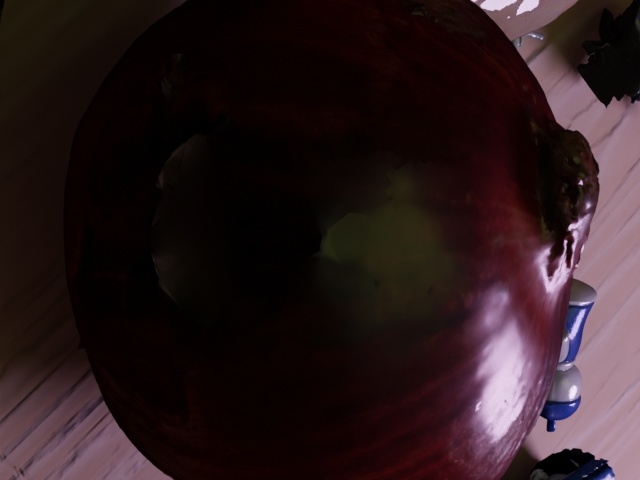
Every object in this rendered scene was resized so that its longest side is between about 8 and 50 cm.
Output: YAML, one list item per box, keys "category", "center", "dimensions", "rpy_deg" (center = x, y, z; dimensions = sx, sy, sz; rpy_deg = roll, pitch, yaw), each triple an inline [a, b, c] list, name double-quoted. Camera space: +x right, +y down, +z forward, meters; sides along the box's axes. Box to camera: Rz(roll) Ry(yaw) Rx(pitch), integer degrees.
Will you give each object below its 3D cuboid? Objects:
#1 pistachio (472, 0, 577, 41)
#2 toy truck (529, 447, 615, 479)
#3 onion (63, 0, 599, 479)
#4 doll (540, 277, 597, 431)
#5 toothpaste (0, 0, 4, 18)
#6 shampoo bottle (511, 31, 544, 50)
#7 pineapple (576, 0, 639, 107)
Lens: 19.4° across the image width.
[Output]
- category: "pistachio"
  center: [0.105, -0.205, 1.290]
  dimensions: [0.238, 0.138, 0.153]
  rpy_deg: [-11, 111, -42]
- category: "toy truck"
  center: [0.202, 0.273, 1.422]
  dimensions: [0.113, 0.126, 0.208]
  rpy_deg: [-27, 112, -39]
- category: "onion"
  center: [-0.007, -0.004, 1.087]
  dimensions: [0.341, 0.341, 0.341]
  rpy_deg: [-4, 95, -43]
- category: "doll"
  center: [0.181, 0.079, 1.431]
  dimensions: [0.099, 0.058, 0.143]
  rpy_deg: [-67, 159, -73]
- category: "toothpaste"
  center: [-0.209, -0.106, 1.076]
  dimensions: [0.062, 0.037, 0.216]
  rpy_deg: [15, 86, -37]
- category: "shampoo bottle"
  center: [0.140, -0.060, 1.391]
  dimensions: [0.056, 0.056, 0.195]
  rpy_deg: [0, 92, -43]
- category: "pineapple"
  center: [0.304, -0.135, 1.513]
  dimensions: [0.237, 0.119, 0.111]
  rpy_deg: [4, 134, -39]
